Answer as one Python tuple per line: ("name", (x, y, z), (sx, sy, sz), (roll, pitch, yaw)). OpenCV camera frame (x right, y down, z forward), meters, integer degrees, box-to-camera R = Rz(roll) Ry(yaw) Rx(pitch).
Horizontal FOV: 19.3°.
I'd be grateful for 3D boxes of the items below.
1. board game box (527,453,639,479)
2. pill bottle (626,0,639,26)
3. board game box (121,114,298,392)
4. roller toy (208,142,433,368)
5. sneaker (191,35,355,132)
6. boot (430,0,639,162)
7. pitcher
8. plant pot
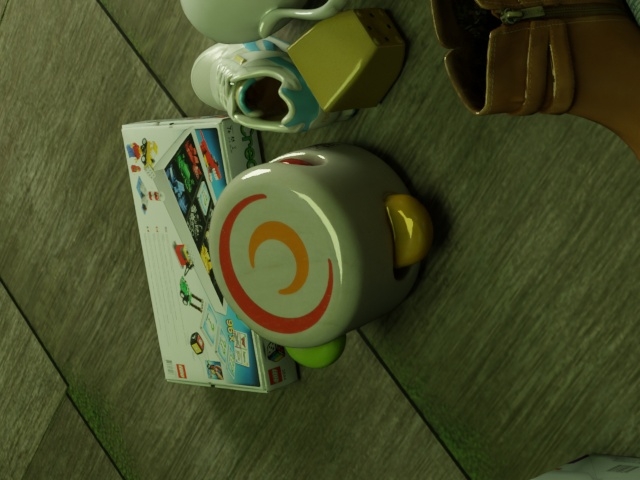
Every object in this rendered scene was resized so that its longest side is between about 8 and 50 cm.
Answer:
("board game box", (0.270, 0.347, 1.695), (0.144, 0.142, 0.275), (-2, 101, 50))
("pill bottle", (0.285, -0.232, 1.512), (0.108, 0.108, 0.180), (-39, 73, 48))
("board game box", (-0.126, 0.013, 2.113), (0.193, 0.053, 0.305), (2, 104, 50))
("roller toy", (0.000, 0.000, 1.891), (0.191, 0.146, 0.209), (45, 127, 18))
("sneaker", (-0.069, -0.163, 1.958), (0.229, 0.092, 0.087), (12, 113, 48))
("boot", (0.217, -0.127, 1.538), (0.109, 0.220, 0.283), (-25, 83, 50))
("pitcher", (-0.046, -0.263, 1.863), (0.207, 0.125, 0.177), (-38, 52, 41))
("plant pot", (0.034, -0.184, 1.845), (0.083, 0.081, 0.081), (-45, 68, 38))
